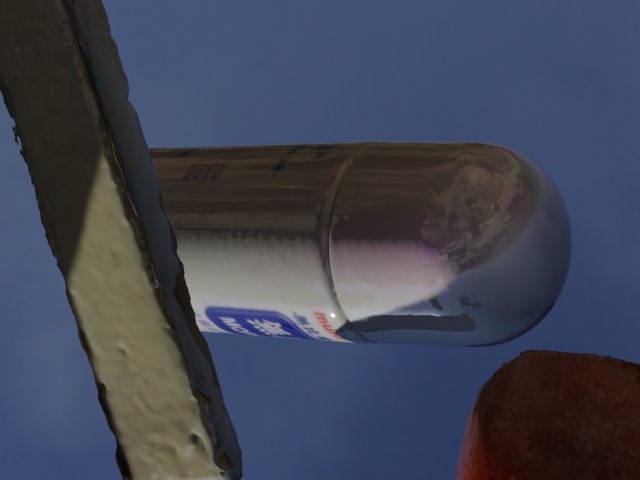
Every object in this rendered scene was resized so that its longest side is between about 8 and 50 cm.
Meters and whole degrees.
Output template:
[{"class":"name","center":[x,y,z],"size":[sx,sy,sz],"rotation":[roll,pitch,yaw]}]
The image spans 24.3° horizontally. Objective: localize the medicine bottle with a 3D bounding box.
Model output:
[{"class":"medicine bottle","center":[0.000,0.000,0.961],"size":[0.341,0.130,0.130],"rotation":[0,-149,36]}]

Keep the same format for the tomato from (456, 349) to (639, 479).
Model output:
[{"class":"tomato","center":[0.256,0.267,1.290],"size":[0.338,0.338,0.143],"rotation":[-3,-148,29]}]

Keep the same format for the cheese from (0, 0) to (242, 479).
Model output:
[{"class":"cheese","center":[-0.127,-0.053,0.791],"size":[0.085,0.400,0.034],"rotation":[-14,-173,39]}]
